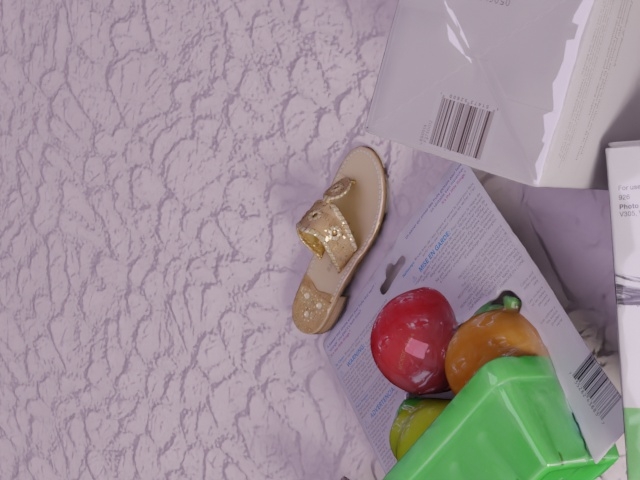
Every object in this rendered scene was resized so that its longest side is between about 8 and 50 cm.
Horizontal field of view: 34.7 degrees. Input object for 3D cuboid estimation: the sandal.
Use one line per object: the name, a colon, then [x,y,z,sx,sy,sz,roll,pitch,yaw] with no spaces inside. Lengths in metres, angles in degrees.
sandal: [0.005,0.002,1.218,0.088,0.079,0.240,29,106,38]

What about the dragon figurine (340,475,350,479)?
dragon figurine: [0.080,0.385,1.124,0.085,0.144,0.289,-35,80,-6]

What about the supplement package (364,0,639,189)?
supplement package: [0.207,-0.151,0.946,0.177,0.293,0.175,22,104,33]

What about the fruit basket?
fruit basket: [0.150,0.143,1.093,0.327,0.165,0.353,-57,39,33]

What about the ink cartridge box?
ink cartridge box: [0.347,0.055,0.906,0.121,0.211,0.289,-4,91,33]
